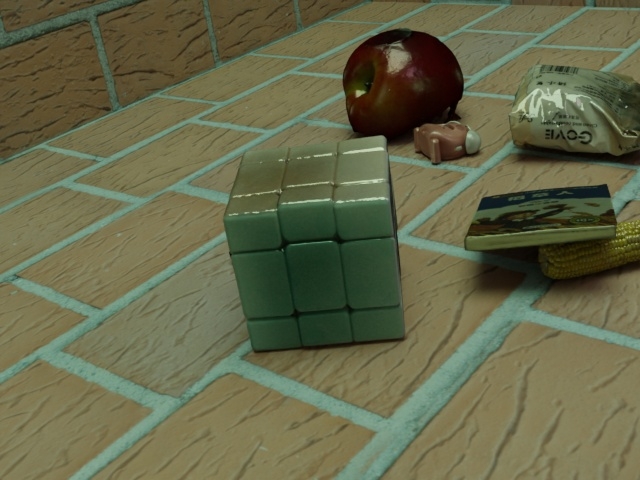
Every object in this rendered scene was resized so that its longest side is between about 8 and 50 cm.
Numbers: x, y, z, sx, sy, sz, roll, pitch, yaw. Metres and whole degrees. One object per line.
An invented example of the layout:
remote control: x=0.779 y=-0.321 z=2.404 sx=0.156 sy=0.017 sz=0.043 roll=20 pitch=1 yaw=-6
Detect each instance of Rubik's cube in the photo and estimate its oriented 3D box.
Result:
Rubik's cube: x=0.000 y=0.000 z=1.681 sx=0.315 sy=0.322 sz=0.319 roll=-7 pitch=28 yaw=7

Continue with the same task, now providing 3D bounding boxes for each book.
book: x=0.486 y=-0.056 z=1.820 sx=0.299 sy=0.039 sz=0.428 roll=-6 pitch=13 yaw=17

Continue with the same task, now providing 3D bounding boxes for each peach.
peach: x=0.253 y=-0.497 z=2.578 sx=0.405 sy=0.310 sz=0.335 roll=-22 pitch=27 yaw=-24

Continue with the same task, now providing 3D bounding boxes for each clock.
clock: x=0.368 y=-0.297 z=2.390 sx=0.162 sy=0.093 sz=0.166 roll=-13 pitch=27 yaw=-15

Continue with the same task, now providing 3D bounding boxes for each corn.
corn: x=0.574 y=0.020 z=1.718 sx=0.244 sy=0.093 sz=0.093 roll=-11 pitch=27 yaw=-6

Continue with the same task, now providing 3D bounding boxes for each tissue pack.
tissue pack: x=0.723 y=-0.366 z=2.306 sx=0.375 sy=0.195 sz=0.390 roll=7 pitch=31 yaw=21

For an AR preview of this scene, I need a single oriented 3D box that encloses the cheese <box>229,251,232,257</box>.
cheese: x=-0.131 y=0.016 z=1.985 sx=0.171 sy=0.048 sz=0.092 roll=-22 pitch=27 yaw=-24
